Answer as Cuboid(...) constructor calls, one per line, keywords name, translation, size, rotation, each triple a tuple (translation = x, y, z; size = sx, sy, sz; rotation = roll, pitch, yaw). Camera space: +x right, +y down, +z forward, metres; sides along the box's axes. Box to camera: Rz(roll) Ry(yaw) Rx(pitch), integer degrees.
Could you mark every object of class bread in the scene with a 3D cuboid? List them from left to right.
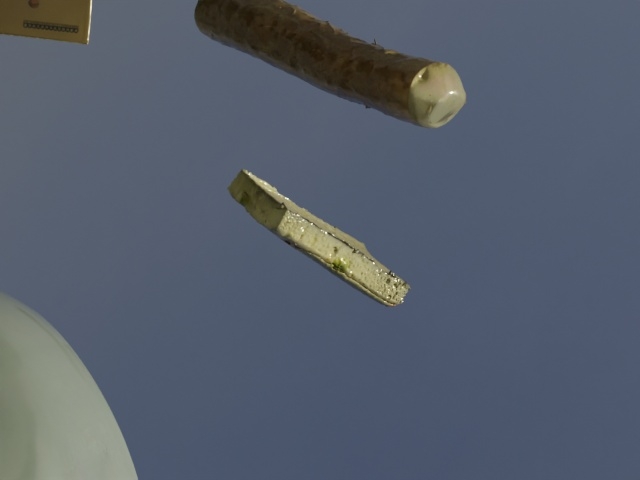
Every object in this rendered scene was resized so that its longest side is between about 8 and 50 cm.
Cuboid(name="bread", translation=(0.000, 0.000, 0.847), size=(0.028, 0.154, 0.068), rotation=(-52, -135, 5))

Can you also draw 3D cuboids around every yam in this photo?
Cuboid(name="yam", translation=(0.001, -0.165, 1.028), size=(0.300, 0.066, 0.066), rotation=(29, -102, 38))

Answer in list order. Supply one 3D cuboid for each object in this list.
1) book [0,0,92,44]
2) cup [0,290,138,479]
Cuboid(name="book", translation=(-0.332, -0.337, 1.382), size=(0.016, 0.138, 0.198), rotation=(-149, -116, -71))
Cuboid(name="cup", translation=(-0.227, 0.142, 0.419), size=(0.312, 0.205, 0.205), rotation=(-23, -157, -37))
